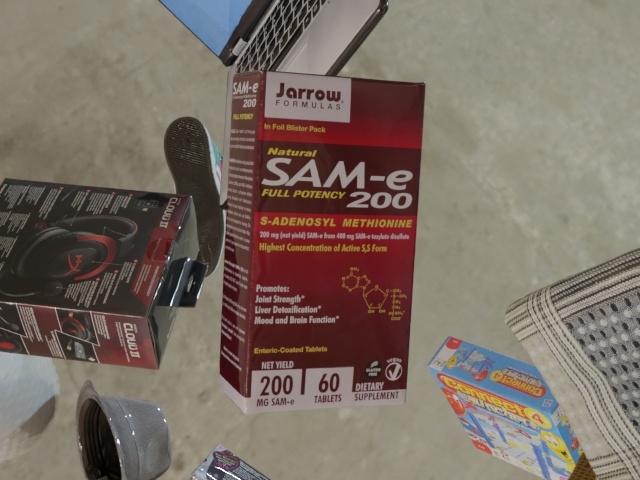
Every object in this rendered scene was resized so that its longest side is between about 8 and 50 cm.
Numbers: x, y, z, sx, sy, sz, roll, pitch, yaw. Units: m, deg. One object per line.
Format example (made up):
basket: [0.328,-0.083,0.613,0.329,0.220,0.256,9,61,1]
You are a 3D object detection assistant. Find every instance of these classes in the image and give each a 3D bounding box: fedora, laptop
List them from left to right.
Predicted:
fedora: [-0.344,0.362,1.642,0.124,0.275,0.244,-12,55,-31]
laptop: [-0.124,-0.326,1.097,0.236,0.382,0.408,17,51,-24]

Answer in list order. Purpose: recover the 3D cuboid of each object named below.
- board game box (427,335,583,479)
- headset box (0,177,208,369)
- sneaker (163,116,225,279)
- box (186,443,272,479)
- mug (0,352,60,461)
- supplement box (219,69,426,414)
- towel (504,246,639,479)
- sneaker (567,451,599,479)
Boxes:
board game box: [0.405,0.358,1.862,0.086,0.308,0.302,-49,128,-22]
headset box: [-0.296,0.040,1.177,0.293,0.110,0.218,5,45,6]
sneaker: [-0.216,-0.060,1.683,0.124,0.178,0.295,-7,76,9]
box: [-0.236,0.593,1.974,0.163,0.247,0.142,34,23,6]
mug: [-0.640,0.260,1.556,0.374,0.328,0.276,-27,58,-2]
supplement box: [0.000,0.000,0.676,0.130,0.073,0.239,0,96,-22]
towel: [0.311,0.163,0.762,0.056,0.312,0.324,-27,86,-29]
sneaker: [0.402,0.345,1.291,0.185,0.069,0.084,-31,95,-44]
